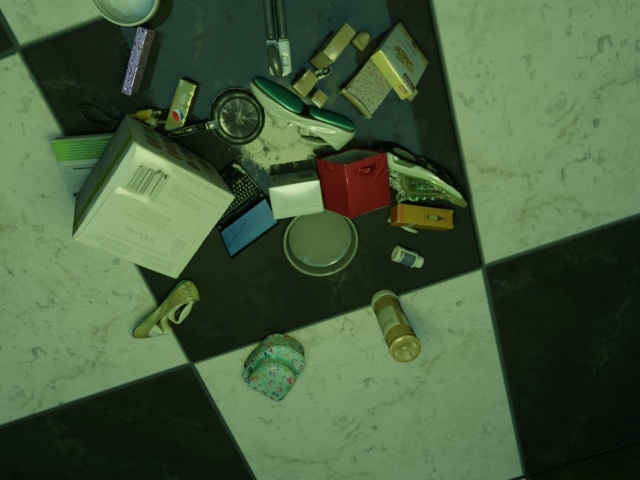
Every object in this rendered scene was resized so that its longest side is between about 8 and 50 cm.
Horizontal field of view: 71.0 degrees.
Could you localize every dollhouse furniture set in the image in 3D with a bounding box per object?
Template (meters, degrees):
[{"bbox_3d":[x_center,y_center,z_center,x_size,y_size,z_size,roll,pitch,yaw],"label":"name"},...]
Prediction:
[{"bbox_3d":[0.139,-0.506,1.475,0.355,0.174,0.303,38,88,-18],"label":"dollhouse furniture set"}]

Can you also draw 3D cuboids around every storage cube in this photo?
[{"bbox_3d":[0.118,-0.209,1.594,0.184,0.215,0.193,-21,116,-26],"label":"storage cube"}]

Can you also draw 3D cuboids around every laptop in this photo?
[{"bbox_3d":[-0.321,-0.114,1.650,0.234,0.136,0.264,-36,111,8],"label":"laptop"}]

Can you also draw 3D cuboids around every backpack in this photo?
[{"bbox_3d":[-0.189,0.534,1.908,0.225,0.191,0.253,35,100,-17],"label":"backpack"}]

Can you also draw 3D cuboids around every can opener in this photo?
[{"bbox_3d":[-0.142,-0.679,1.459,0.076,0.095,0.283,-6,113,-4],"label":"can opener"}]

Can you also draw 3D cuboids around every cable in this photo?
[{"bbox_3d":[-0.682,-0.400,1.558,0.287,0.072,0.139,10,128,3],"label":"cable"}]

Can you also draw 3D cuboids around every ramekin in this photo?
[{"bbox_3d":[-0.590,-0.766,1.373,0.207,0.109,0.207,-2,112,-4],"label":"ramekin"}]

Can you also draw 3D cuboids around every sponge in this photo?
[{"bbox_3d":[-0.586,-0.577,1.445,0.031,0.117,0.210,19,109,-15],"label":"sponge"}]

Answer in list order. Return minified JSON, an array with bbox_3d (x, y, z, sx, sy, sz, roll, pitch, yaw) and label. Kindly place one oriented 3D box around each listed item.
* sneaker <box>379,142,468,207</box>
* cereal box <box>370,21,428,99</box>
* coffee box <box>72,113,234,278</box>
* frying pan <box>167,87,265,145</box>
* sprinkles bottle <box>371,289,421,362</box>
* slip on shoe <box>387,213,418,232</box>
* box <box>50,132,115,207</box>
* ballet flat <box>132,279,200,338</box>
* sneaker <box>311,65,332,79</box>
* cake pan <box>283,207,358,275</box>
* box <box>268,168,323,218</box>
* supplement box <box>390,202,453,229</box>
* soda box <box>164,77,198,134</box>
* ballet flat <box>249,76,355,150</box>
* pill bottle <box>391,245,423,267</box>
[{"bbox_3d":[0.365,-0.209,1.696,0.410,0.158,0.182,26,125,-11],"label":"sneaker"},{"bbox_3d":[0.264,-0.591,1.469,0.047,0.240,0.173,-23,119,43],"label":"cereal box"},{"bbox_3d":[-0.545,-0.144,1.452,0.337,0.334,0.338,30,101,-36],"label":"coffee box"},{"bbox_3d":[-0.345,-0.429,1.535,0.326,0.053,0.197,2,108,-23],"label":"frying pan"},{"bbox_3d":[0.289,0.328,1.770,0.121,0.355,0.121,-2,113,-5],"label":"sprinkles bottle"},{"bbox_3d":[0.331,-0.069,1.782,0.135,0.051,0.041,23,96,-8],"label":"slip on shoe"},{"bbox_3d":[-0.770,-0.214,1.585,0.232,0.058,0.322,-5,122,-4],"label":"box"},{"bbox_3d":[-0.613,0.306,1.794,0.348,0.123,0.123,-44,110,9],"label":"ballet flat"},{"bbox_3d":[-0.009,-0.571,1.544,0.109,0.044,0.040,-30,113,8],"label":"sneaker"},{"bbox_3d":[0.000,0.000,1.772,0.293,0.054,0.293,-2,112,-5],"label":"cake pan"},{"bbox_3d":[-0.090,-0.171,1.624,0.182,0.181,0.119,-9,112,-2],"label":"box"},{"bbox_3d":[0.393,-0.088,1.739,0.233,0.080,0.078,6,78,-12],"label":"supplement box"},{"bbox_3d":[-0.475,-0.457,1.535,0.058,0.061,0.181,21,108,-14],"label":"soda box"},{"bbox_3d":[-0.073,-0.422,1.564,0.400,0.139,0.139,22,108,-14],"label":"ballet flat"},{"bbox_3d":[0.356,0.070,1.828,0.120,0.067,0.067,20,109,-13],"label":"pill bottle"}]
